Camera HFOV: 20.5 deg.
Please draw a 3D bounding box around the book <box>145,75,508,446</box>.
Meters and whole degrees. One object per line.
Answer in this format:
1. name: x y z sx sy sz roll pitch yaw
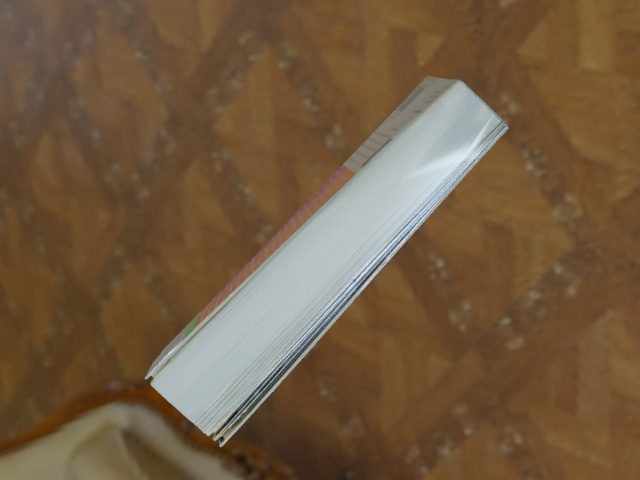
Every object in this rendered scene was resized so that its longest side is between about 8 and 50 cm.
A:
1. book: 0.000 0.000 0.630 0.035 0.144 0.096 43 -177 -8
